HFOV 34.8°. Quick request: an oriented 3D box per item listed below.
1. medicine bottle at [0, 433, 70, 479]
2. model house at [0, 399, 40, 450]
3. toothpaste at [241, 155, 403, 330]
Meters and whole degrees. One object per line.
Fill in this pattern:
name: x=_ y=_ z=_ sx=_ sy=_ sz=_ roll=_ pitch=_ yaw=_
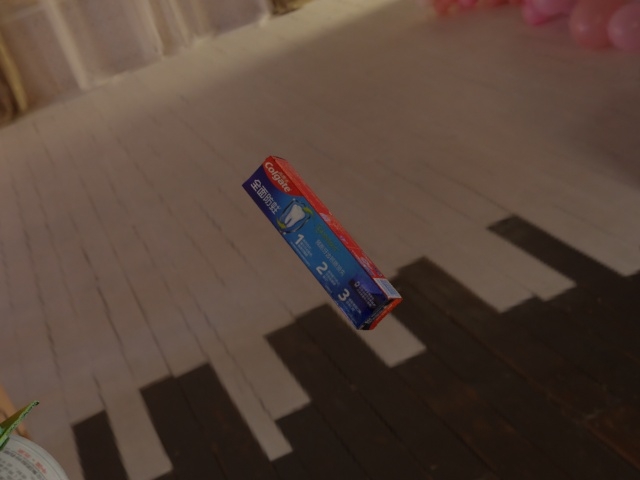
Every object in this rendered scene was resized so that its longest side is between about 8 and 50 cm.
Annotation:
medicine bottle: x=-0.492 y=0.414 z=1.362 sx=0.245 sy=0.245 sz=0.306 roll=-13 pitch=8 yaw=17
model house: x=-0.506 y=0.180 z=1.049 sx=0.243 sy=0.312 sz=0.357 roll=-33 pitch=10 yaw=14
toothpaste: x=0.000 y=0.001 z=1.640 sx=0.076 sy=0.320 sz=0.066 roll=-45 pitch=-22 yaw=17
